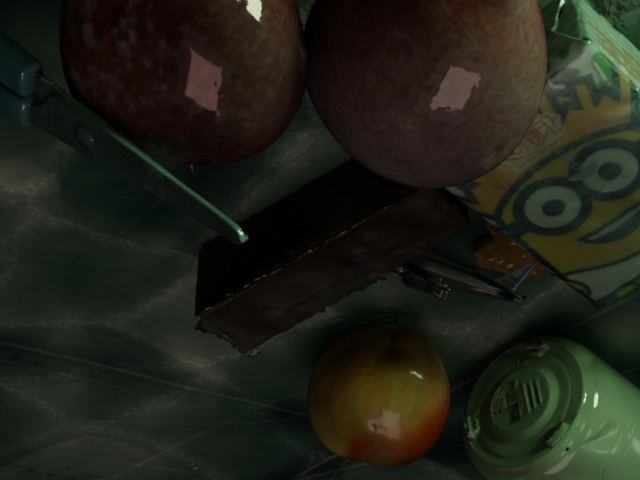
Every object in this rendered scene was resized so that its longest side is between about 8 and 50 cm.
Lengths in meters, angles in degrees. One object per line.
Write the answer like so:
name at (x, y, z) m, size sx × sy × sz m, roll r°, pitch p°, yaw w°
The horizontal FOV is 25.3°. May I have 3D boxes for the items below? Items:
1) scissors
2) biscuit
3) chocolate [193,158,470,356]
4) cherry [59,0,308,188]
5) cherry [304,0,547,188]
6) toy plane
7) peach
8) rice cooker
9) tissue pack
scissors at (-0.231, -0.112, 1.253) m, size 0.029 × 0.447 × 0.192 m, roll -37°, pitch 149°, yaw -37°
biscuit at (0.263, -0.017, 1.678) m, size 0.133 × 0.027 × 0.184 m, roll 31°, pitch 124°, yaw -34°
chocolate at (0.000, 0.000, 1.589) m, size 0.321 × 0.112 × 0.112 m, roll -31°, pitch 135°, yaw 20°
cherry at (-0.124, -0.176, 1.289) m, size 0.236 × 0.213 × 0.285 m, roll 8°, pitch 125°, yaw 21°
cherry at (0.094, -0.163, 1.300) m, size 0.206 × 0.239 × 0.239 m, roll -32°, pitch 137°, yaw -6°
toy plane at (0.130, 0.036, 1.639) m, size 0.226 × 0.058 × 0.226 m, roll 9°, pitch -175°, yaw 15°
peach at (0.074, 0.190, 1.765) m, size 0.184 × 0.184 × 0.184 m, roll -5°, pitch 137°, yaw -5°
rice cooker at (0.316, 0.256, 1.844) m, size 0.226 × 0.226 × 0.244 m, roll -34°, pitch 135°, yaw 25°
tissue pack at (0.277, -0.087, 1.508) m, size 0.311 × 0.128 × 0.228 m, roll 35°, pitch 123°, yaw -30°
